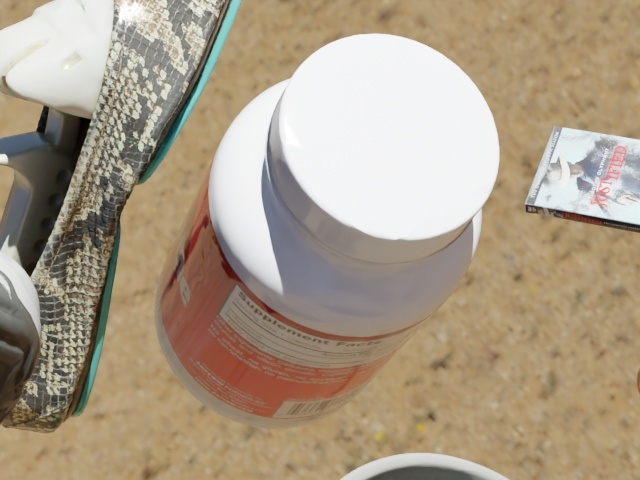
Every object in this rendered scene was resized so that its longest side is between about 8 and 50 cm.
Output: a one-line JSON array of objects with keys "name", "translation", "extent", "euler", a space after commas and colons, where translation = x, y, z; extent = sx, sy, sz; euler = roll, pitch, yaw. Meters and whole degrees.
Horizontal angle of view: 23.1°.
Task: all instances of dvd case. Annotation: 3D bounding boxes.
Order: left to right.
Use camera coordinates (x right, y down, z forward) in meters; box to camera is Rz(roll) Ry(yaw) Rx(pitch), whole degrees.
[{"name": "dvd case", "translation": [0.228, -0.046, 1.214], "extent": [0.119, 0.013, 0.087], "euler": [11, 53, 21]}]

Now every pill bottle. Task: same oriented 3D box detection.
[{"name": "pill bottle", "translation": [0.000, 0.000, 1.335], "extent": [0.229, 0.229, 0.408], "euler": [-65, 4, -28]}]

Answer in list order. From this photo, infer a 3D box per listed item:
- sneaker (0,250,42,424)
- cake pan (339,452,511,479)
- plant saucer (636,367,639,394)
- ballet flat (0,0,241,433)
[{"name": "sneaker", "translation": [-0.298, 0.025, 0.583], "extent": [0.384, 0.145, 0.147], "euler": [-4, 47, -3]}, {"name": "cake pan", "translation": [0.091, 0.294, 1.092], "extent": [0.054, 0.293, 0.293], "euler": [-45, 24, 46]}, {"name": "plant saucer", "translation": [0.315, 0.115, 1.358], "extent": [0.083, 0.083, 0.013], "euler": [-34, 35, 16]}, {"name": "ballet flat", "translation": [-0.213, -0.060, 1.256], "extent": [0.483, 0.182, 0.164], "euler": [-66, 30, 18]}]
